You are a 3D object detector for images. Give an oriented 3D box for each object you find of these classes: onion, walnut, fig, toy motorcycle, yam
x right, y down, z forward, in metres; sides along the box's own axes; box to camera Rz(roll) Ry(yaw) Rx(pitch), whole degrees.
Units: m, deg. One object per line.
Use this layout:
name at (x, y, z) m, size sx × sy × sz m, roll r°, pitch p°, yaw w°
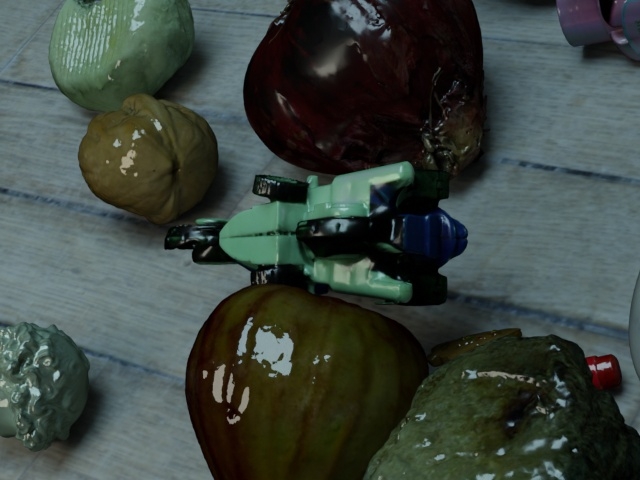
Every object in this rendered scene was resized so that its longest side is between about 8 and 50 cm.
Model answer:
onion at (0.040, -0.178, 1.731) m, size 0.281 × 0.281 × 0.221 m, roll -11°, pitch 0°, yaw 23°
walnut at (-0.189, -0.091, 1.841) m, size 0.167 × 0.149 × 0.166 m, roll -6°, pitch 13°, yaw 1°
fig at (-0.023, 0.203, 1.397) m, size 0.217 × 0.217 × 0.320 m, roll -3°, pitch 65°, yaw 31°
toy motorcycle at (0.000, 0.000, 1.558) m, size 0.331 × 0.196 × 0.125 m, roll -3°, pitch 85°, yaw 54°
yam at (0.154, 0.223, 1.171) m, size 0.195 × 0.300 × 0.195 m, roll -17°, pitch 31°, yaw 11°

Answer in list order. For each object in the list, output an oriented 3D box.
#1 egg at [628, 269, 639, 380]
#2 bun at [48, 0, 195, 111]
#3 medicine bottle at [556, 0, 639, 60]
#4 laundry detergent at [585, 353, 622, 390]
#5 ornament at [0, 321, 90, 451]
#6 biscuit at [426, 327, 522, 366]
egg at (0.351, 0.039, 1.307) m, size 0.196 × 0.196 × 0.271 m, roll 8°, pitch 58°, yaw 38°
bun at (-0.237, -0.251, 2.048) m, size 0.212 × 0.126 × 0.203 m, roll 15°, pitch 83°, yaw 49°
medicine bottle at (0.345, -0.252, 1.699) m, size 0.188 × 0.094 × 0.119 m, roll -7°, pitch 43°, yaw 27°
laundry detergent at (0.180, 0.135, 1.430) m, size 0.165 × 0.049 × 0.097 m, roll -16°, pitch 41°, yaw 18°
ornament at (-0.359, 0.140, 1.716) m, size 0.285 × 0.120 × 0.130 m, roll 6°, pitch 72°, yaw 36°
biscuit at (0.140, 0.095, 1.499) m, size 0.092 × 0.016 × 0.082 m, roll -19°, pitch 5°, yaw -6°
